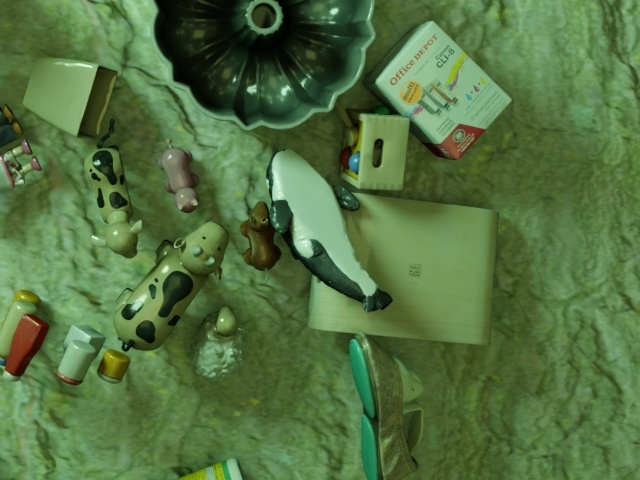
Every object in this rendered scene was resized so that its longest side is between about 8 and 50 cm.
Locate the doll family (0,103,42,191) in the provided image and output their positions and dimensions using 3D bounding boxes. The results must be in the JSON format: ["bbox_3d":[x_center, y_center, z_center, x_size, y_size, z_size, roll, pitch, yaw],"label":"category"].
[{"bbox_3d":[-0.533,-0.168,1.371,0.163,0.118,0.263,-27,120,-10],"label":"doll family"}]

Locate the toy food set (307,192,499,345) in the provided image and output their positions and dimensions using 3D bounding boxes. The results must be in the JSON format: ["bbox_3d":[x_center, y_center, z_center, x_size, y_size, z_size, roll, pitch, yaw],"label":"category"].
[{"bbox_3d":[0.140,0.047,1.522,0.306,0.092,0.220,6,86,-11],"label":"toy food set"}]

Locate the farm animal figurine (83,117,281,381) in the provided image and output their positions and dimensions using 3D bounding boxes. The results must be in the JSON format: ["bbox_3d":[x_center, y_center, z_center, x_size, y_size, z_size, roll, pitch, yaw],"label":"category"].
[{"bbox_3d":[-0.225,0.026,1.405,0.330,0.172,0.327,20,95,-12],"label":"farm animal figurine"}]

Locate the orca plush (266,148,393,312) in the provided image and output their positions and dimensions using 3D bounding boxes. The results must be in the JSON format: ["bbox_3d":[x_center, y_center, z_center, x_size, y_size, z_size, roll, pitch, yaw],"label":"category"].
[{"bbox_3d":[0.000,0.000,1.443,0.287,0.102,0.151,45,53,4],"label":"orca plush"}]

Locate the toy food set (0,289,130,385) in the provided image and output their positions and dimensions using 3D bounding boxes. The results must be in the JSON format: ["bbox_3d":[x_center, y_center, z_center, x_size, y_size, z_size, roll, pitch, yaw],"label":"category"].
[{"bbox_3d":[-0.400,0.169,1.387,0.232,0.111,0.104,28,96,21],"label":"toy food set"}]

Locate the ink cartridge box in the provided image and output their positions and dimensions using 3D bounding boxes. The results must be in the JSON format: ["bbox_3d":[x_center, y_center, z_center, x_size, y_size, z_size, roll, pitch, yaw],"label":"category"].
[{"bbox_3d":[0.175,-0.231,1.452,0.176,0.127,0.128,42,91,-12],"label":"ink cartridge box"}]

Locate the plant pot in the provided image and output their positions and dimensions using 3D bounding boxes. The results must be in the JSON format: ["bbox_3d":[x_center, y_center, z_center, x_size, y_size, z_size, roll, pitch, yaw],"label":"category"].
[{"bbox_3d":[-0.371,-0.216,1.383,0.096,0.109,0.109,18,96,1],"label":"plant pot"}]

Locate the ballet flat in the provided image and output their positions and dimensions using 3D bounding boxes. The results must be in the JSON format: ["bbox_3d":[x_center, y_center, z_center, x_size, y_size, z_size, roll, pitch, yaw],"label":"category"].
[{"bbox_3d":[0.112,0.263,1.511,0.106,0.107,0.316,-15,126,-13],"label":"ballet flat"}]

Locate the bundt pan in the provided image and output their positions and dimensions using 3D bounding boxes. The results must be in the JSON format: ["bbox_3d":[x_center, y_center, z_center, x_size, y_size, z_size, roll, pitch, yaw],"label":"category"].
[{"bbox_3d":[-0.090,-0.328,1.396,0.331,0.124,0.331,-2,100,-10],"label":"bundt pan"}]

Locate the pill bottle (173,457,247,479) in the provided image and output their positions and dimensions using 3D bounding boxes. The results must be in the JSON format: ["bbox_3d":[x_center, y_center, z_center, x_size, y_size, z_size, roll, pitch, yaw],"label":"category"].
[{"bbox_3d":[-0.212,0.437,1.502,0.208,0.117,0.117,-21,102,-5],"label":"pill bottle"}]

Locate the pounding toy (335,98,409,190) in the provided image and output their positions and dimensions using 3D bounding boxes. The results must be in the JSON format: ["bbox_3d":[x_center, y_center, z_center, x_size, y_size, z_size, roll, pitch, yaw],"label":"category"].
[{"bbox_3d":[0.066,-0.159,1.454,0.100,0.130,0.141,1,103,-16],"label":"pounding toy"}]
